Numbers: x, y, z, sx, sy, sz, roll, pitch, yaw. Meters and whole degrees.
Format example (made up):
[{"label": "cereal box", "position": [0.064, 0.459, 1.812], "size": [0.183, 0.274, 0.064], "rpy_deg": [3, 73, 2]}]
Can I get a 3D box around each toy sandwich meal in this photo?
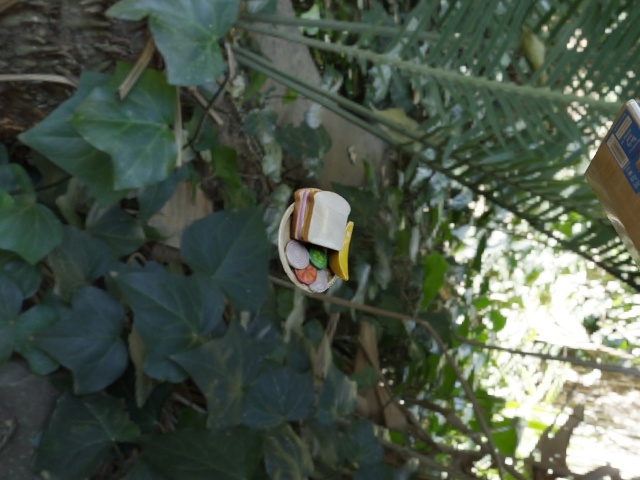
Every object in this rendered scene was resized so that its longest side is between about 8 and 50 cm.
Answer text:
[{"label": "toy sandwich meal", "position": [0.000, 0.000, 0.548], "size": [0.086, 0.029, 0.085], "rpy_deg": [9, 78, -46]}]

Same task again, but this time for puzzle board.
[{"label": "puzzle board", "position": [0.159, -0.006, 0.317], "size": [0.096, 0.011, 0.128], "rpy_deg": [65, 9, 13]}]
